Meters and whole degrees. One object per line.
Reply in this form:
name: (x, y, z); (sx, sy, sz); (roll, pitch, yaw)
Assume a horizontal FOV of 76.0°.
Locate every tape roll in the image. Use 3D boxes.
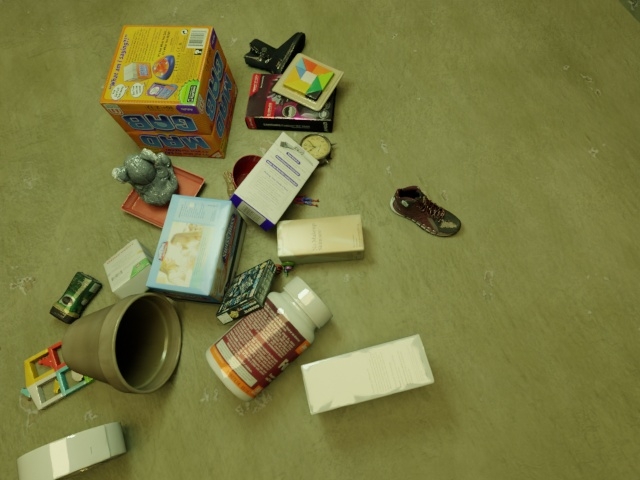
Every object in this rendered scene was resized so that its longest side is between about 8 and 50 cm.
tape roll: (-0.756, 0.664, 1.261); (0.286, 0.286, 0.100); (-22, 70, -3)

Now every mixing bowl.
mixing bowl: (-0.272, -0.234, 1.616); (0.181, 0.098, 0.182); (8, 73, -26)

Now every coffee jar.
coffee jar: (-0.916, 0.216, 1.535); (0.096, 0.079, 0.184); (29, 75, 5)

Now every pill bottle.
pill bottle: (-0.163, 0.317, 1.369); (0.392, 0.224, 0.224); (-42, 73, -9)

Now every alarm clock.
alarm clock: (-0.040, -0.375, 1.676); (0.192, 0.064, 0.129); (18, 67, 3)

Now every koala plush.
koala plush: (-0.660, -0.253, 1.553); (0.196, 0.221, 0.203); (-31, 72, -7)

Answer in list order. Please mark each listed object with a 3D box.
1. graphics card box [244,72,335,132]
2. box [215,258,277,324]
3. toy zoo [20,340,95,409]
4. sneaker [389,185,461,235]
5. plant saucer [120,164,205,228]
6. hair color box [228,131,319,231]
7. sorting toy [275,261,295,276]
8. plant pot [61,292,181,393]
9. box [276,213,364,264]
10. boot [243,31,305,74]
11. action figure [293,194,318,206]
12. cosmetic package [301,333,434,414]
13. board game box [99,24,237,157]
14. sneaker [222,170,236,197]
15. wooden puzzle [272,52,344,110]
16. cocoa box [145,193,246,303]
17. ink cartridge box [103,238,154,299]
graphics card box: (-0.122, -0.586, 1.746); (0.370, 0.094, 0.233); (5, 71, 5)
box: (-0.251, 0.173, 1.415); (0.175, 0.051, 0.220); (-27, 24, 23)
toy zoo: (-0.937, 0.468, 1.475); (0.293, 0.030, 0.192); (-29, 71, -6)
sneaker: (0.391, -0.114, 1.507); (0.281, 0.162, 0.106); (23, 74, 12)
plant saucer: (-0.632, -0.182, 1.668); (0.259, 0.048, 0.259); (23, 74, 11)
hair color box: (-0.172, -0.224, 1.549); (0.185, 0.110, 0.339); (39, 64, -12)
sorting toy: (-0.138, 0.109, 1.525); (0.101, 0.061, 0.042); (-12, 69, 24)
plant pot: (-0.680, 0.343, 1.369); (0.280, 0.323, 0.323); (-6, 70, 15)
box: (0.000, 0.000, 1.519); (0.311, 0.121, 0.148); (-6, 71, 2)
boot: (-0.208, -0.868, 1.847); (0.207, 0.094, 0.247); (28, 81, 9)
action figure: (-0.066, -0.161, 1.630); (0.115, 0.030, 0.038); (10, 77, 10)
cosmetic package: (0.142, 0.429, 1.314); (0.384, 0.217, 0.156); (-16, 70, 0)
board game box: (-0.573, -0.580, 1.637); (0.356, 0.356, 0.357); (4, 72, 5)
sneaker: (-0.365, -0.227, 1.672); (0.042, 0.067, 0.119); (-14, 101, -3)
wooden puzzle: (-0.052, -0.663, 1.696); (0.238, 0.044, 0.221); (26, 73, 13)
cocoa box: (-0.432, 0.041, 1.480); (0.231, 0.228, 0.347); (7, 72, 7)
ink cartridge box: (-0.688, 0.109, 1.502); (0.154, 0.093, 0.212); (-41, 44, -11)
